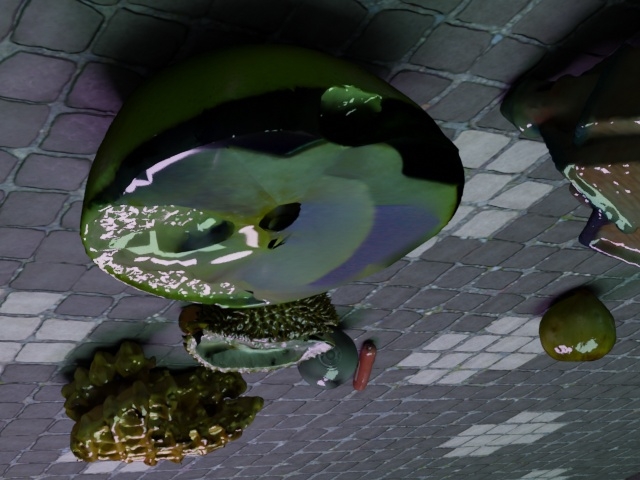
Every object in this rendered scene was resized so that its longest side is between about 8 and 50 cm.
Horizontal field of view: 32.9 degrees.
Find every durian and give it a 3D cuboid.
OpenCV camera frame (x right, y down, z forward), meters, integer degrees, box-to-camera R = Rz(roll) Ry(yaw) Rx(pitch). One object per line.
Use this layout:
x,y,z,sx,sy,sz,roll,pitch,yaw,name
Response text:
-0.099,0.099,1.534,0.193,0.137,0.237,-29,153,36,durian

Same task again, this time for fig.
0.467,0.165,1.961,0.136,0.120,0.153,-3,152,-31,fig

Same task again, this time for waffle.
-0.276,0.284,1.819,0.261,0.151,0.324,-31,148,26,waffle

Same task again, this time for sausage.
0.082,0.238,2.027,0.029,0.029,0.223,-9,154,-9,sausage

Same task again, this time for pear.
-0.062,-0.085,1.146,0.399,0.165,0.399,-11,154,-5,pear

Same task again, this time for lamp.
0.011,0.199,1.828,0.105,0.105,0.105,-11,154,-5,lamp

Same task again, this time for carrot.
-0.182,0.146,1.692,0.048,0.048,0.139,-15,155,3,carrot

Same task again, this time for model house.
0.389,-0.113,1.270,0.312,0.245,0.280,36,164,-27,model house
